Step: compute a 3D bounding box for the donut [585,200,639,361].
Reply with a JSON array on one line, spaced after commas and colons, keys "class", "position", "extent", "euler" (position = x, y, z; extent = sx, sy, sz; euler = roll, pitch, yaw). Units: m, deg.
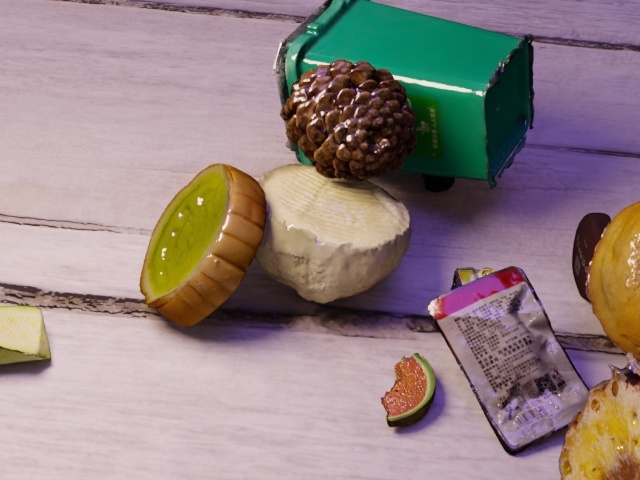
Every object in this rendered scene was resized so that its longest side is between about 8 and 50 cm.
[{"class": "donut", "position": [0.530, 0.059, 1.635], "extent": [0.278, 0.108, 0.277], "euler": [1, 82, -6]}]

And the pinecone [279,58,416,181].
[{"class": "pinecone", "position": [0.038, -0.176, 1.703], "extent": [0.179, 0.184, 0.204], "euler": [-28, 20, -18]}]

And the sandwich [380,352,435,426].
[{"class": "sandwich", "position": [0.123, 0.209, 1.575], "extent": [0.067, 0.029, 0.135], "euler": [11, 42, 14]}]

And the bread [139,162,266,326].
[{"class": "bread", "position": [-0.169, 0.004, 1.633], "extent": [0.070, 0.236, 0.236], "euler": [29, 31, -30]}]

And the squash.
[{"class": "squash", "position": [-0.468, 0.138, 1.546], "extent": [0.200, 0.075, 0.090], "euler": [-12, 70, -18]}]

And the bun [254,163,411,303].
[{"class": "bun", "position": [0.000, 0.000, 1.705], "extent": [0.259, 0.152, 0.259], "euler": [11, 32, -7]}]

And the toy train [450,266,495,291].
[{"class": "toy train", "position": [0.234, 0.116, 1.673], "extent": [0.081, 0.060, 0.202], "euler": [0, 43, -9]}]

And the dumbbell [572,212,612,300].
[{"class": "dumbbell", "position": [0.507, 0.028, 1.762], "extent": [0.226, 0.124, 0.140], "euler": [3, 41, -4]}]

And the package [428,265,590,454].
[{"class": "package", "position": [0.266, 0.158, 1.577], "extent": [0.154, 0.030, 0.239], "euler": [-22, 74, -15]}]

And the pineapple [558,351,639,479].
[{"class": "pineapple", "position": [0.465, 0.295, 1.310], "extent": [0.300, 0.352, 0.352], "euler": [6, 40, -16]}]

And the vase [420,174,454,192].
[{"class": "vase", "position": [0.204, -0.153, 1.982], "extent": [0.059, 0.059, 0.167], "euler": [8, 40, 2]}]

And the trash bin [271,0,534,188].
[{"class": "trash bin", "position": [0.148, -0.250, 1.890], "extent": [0.381, 0.259, 0.295], "euler": [15, 45, 26]}]
